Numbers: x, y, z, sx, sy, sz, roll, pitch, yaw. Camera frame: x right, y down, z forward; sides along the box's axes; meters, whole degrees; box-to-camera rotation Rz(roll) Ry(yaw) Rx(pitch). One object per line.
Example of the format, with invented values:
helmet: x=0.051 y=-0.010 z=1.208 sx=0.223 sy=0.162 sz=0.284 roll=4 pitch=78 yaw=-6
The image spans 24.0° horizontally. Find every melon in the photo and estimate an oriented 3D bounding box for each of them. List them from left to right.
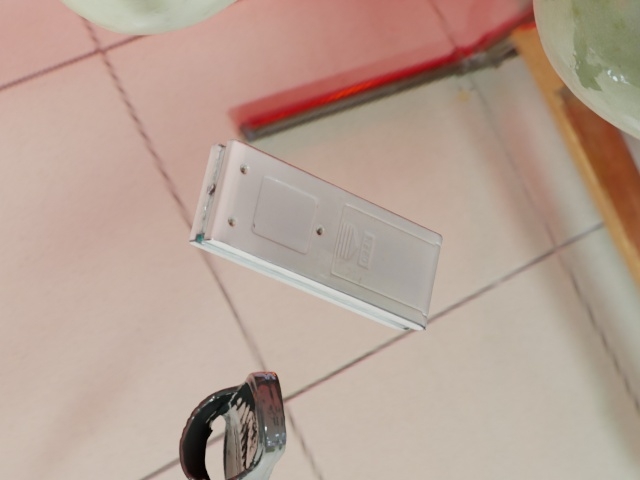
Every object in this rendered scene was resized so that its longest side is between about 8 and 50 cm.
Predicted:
melon: x=0.328 y=-0.212 z=1.362 sx=0.272 sy=0.272 sz=0.308 roll=-36 pitch=109 yaw=-30

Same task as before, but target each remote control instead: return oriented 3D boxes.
remote control: x=0.000 y=0.000 z=1.481 sx=0.277 sy=0.055 sz=0.103 roll=24 pitch=70 yaw=-34

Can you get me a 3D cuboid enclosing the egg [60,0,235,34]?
egg: x=-0.171 y=-0.377 z=1.642 sx=0.345 sy=0.283 sz=0.283 roll=-28 pitch=90 yaw=-16

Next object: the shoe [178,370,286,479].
shoe: x=-0.098 y=0.202 z=1.535 sx=0.093 sy=0.241 sz=0.108 roll=-4 pitch=67 yaw=-15
